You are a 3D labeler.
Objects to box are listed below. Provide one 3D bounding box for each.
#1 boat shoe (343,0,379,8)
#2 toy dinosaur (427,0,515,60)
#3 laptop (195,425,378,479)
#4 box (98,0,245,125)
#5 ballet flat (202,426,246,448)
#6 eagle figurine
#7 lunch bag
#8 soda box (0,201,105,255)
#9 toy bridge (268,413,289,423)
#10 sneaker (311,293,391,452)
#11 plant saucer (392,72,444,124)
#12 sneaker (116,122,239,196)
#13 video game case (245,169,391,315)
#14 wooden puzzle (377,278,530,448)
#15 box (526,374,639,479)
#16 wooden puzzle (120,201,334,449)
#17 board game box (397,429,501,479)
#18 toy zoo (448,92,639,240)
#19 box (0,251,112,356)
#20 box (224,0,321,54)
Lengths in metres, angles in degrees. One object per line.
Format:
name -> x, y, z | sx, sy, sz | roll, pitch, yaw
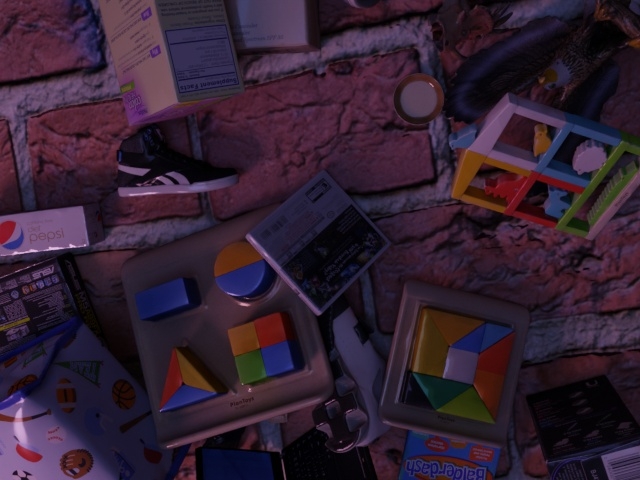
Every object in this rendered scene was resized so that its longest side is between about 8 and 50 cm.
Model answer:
boat shoe -> 0.047, -0.524, 1.210 | 0.103, 0.118, 0.320 | 6, 105, 45
toy dinosaur -> 0.280, -0.404, 1.181 | 0.295, 0.127, 0.200 | -20, 99, 3
laptop -> -0.060, 0.382, 1.273 | 0.264, 0.234, 0.136 | -38, 121, 12
box -> -0.240, -0.321, 1.214 | 0.117, 0.213, 0.243 | -16, 96, -32
ballet flat -> -0.172, 0.350, 1.407 | 0.057, 0.049, 0.173 | 25, 108, -24
eagle figurine -> 0.360, -0.243, 1.179 | 0.298, 0.225, 0.226 | -47, 45, 44
lunch bag -> -0.482, 0.363, 1.324 | 0.385, 0.239, 0.328 | -24, 112, 27
soda box -> -0.501, -0.018, 1.382 | 0.216, 0.069, 0.074 | -6, 97, 10
toy bridge -> -0.070, 0.229, 1.374 | 0.063, 0.026, 0.188 | -4, 98, 7
sneaker -> 0.034, 0.185, 1.318 | 0.122, 0.146, 0.331 | -26, 70, 36
plant saucer -> 0.161, -0.231, 1.275 | 0.083, 0.015, 0.083 | 1, 98, 9
sneaker -> -0.250, -0.140, 1.319 | 0.216, 0.079, 0.121 | -4, 99, 11
video game case -> 0.000, 0.000, 1.272 | 0.173, 0.022, 0.190 | 47, 60, 0
wooden puzzle -> 0.220, 0.198, 1.256 | 0.221, 0.044, 0.239 | 14, 80, -8
box -> 0.419, 0.337, 1.189 | 0.143, 0.270, 0.165 | -18, 95, 11
wooden puzzle -> -0.171, 0.135, 1.278 | 0.322, 0.080, 0.348 | -20, 71, 14
board game box -> 0.229, 0.335, 1.333 | 0.160, 0.047, 0.210 | 11, 100, 7
toy zoo -> 0.327, -0.110, 1.165 | 0.293, 0.030, 0.192 | 16, 135, -9
box -> -0.544, 0.166, 1.421 | 0.270, 0.060, 0.216 | -20, 96, 12
box -> -0.083, -0.456, 1.225 | 0.148, 0.121, 0.311 | -3, 98, 10
